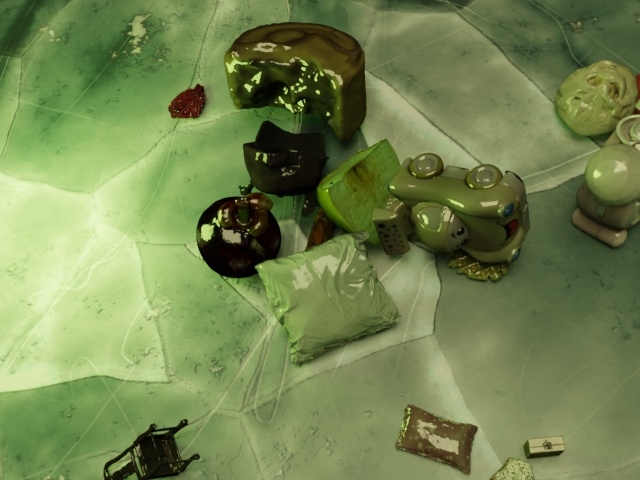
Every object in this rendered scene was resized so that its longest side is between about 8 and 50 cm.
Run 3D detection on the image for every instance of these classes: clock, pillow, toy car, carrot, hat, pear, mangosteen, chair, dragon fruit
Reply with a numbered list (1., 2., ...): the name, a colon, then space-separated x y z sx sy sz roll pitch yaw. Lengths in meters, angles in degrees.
1. clock: 0.778 -0.182 1.790 0.184 0.326 0.342 32 72 22
2. pillow: 0.275 0.464 1.694 0.185 0.043 0.118 14 69 14
3. toy car: 0.328 -0.055 1.802 0.336 0.242 0.226 18 61 32
4. carrot: -0.001 0.000 1.956 0.069 0.069 0.228 9 65 12
5. hat: -0.102 -0.195 2.029 0.238 0.209 0.336 11 26 0
6. pillow: 0.024 0.143 1.820 0.310 0.138 0.283 -19 89 1
7. pear: 0.120 -0.102 1.949 0.288 0.139 0.239 -44 103 -36
8. mangosteen: -0.211 -0.025 1.881 0.228 0.265 0.228 8 54 -11
9. chair: -0.414 0.534 1.739 0.229 0.113 0.106 -42 59 29
10. dragon fruit: -0.416 -0.432 2.241 0.097 0.063 0.131 24 65 -17

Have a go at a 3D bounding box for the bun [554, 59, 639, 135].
1. bun: 0.758 -0.402 1.980 0.231 0.133 0.231 -13 61 25

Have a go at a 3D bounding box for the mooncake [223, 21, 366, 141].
1. mooncake: -0.068 -0.463 2.062 0.394 0.246 0.393 -13 46 -13

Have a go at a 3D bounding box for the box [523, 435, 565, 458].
1. box: 0.508 0.471 1.636 0.079 0.083 0.035 -7 63 3

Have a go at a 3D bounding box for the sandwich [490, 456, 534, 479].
1. sandwich: 0.452 0.547 1.632 0.093 0.035 0.105 -40 66 -13

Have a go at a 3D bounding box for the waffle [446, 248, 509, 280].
1. waffle: 0.424 0.019 1.900 0.169 0.036 0.183 16 66 17

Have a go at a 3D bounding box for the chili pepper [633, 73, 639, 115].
1. chili pepper: 0.894 -0.406 2.031 0.123 0.073 0.070 -52 27 -19
